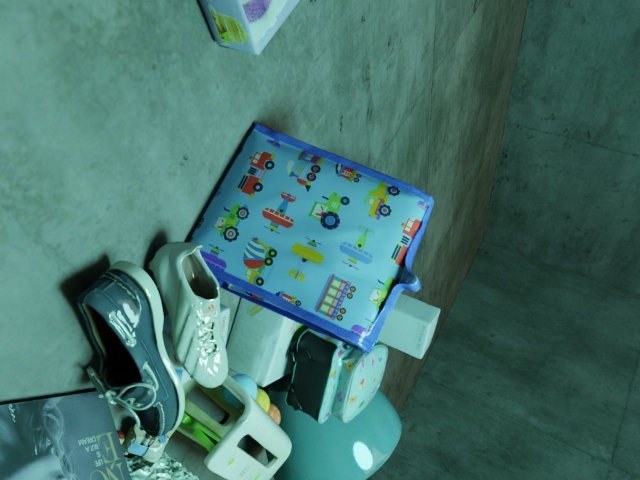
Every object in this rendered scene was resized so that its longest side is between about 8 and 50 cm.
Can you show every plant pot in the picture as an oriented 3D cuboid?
[{"bbox_3d":[-0.004,0.352,1.146,0.290,0.290,0.196,-40,107,-50],"label":"plant pot"}]

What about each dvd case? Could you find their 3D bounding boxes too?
[{"bbox_3d":[-0.252,0.268,0.568,0.018,0.221,0.164,-29,163,14],"label":"dvd case"}]

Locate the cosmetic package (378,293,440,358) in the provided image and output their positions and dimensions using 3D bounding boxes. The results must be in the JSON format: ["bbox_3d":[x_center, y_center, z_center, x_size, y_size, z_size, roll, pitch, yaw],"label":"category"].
[{"bbox_3d":[0.173,0.193,1.403,0.085,0.231,0.118,-39,143,-51],"label":"cosmetic package"}]

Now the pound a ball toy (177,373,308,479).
[{"bbox_3d":[-0.102,0.331,0.905,0.136,0.208,0.319,-48,151,-18],"label":"pound a ball toy"}]

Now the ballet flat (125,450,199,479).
[{"bbox_3d":[-0.265,0.336,0.660,0.147,0.146,0.409,-68,157,-2],"label":"ballet flat"}]

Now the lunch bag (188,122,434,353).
[{"bbox_3d":[0.000,0.000,0.751,0.221,0.293,0.138,-63,157,-13],"label":"lunch bag"}]

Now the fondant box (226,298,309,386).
[{"bbox_3d":[-0.029,0.111,1.049,0.330,0.096,0.239,-5,115,-67],"label":"fondant box"}]

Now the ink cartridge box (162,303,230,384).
[{"bbox_3d":[-0.186,0.142,0.770,0.122,0.052,0.089,-26,133,-57],"label":"ink cartridge box"}]

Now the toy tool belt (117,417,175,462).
[{"bbox_3d":[-0.240,0.261,0.749,0.083,0.052,0.051,38,82,-38],"label":"toy tool belt"}]

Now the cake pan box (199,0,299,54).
[{"bbox_3d":[-0.057,-0.380,0.585,0.267,0.070,0.246,-60,158,-24],"label":"cake pan box"}]

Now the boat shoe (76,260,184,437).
[{"bbox_3d":[-0.219,0.146,0.642,0.079,0.095,0.255,-45,147,-48],"label":"boat shoe"}]

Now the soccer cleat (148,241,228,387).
[{"bbox_3d":[-0.151,0.095,0.685,0.068,0.076,0.196,-36,112,-56],"label":"soccer cleat"}]

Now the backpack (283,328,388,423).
[{"bbox_3d":[0.039,0.220,0.997,0.188,0.144,0.166,-32,135,-59],"label":"backpack"}]
